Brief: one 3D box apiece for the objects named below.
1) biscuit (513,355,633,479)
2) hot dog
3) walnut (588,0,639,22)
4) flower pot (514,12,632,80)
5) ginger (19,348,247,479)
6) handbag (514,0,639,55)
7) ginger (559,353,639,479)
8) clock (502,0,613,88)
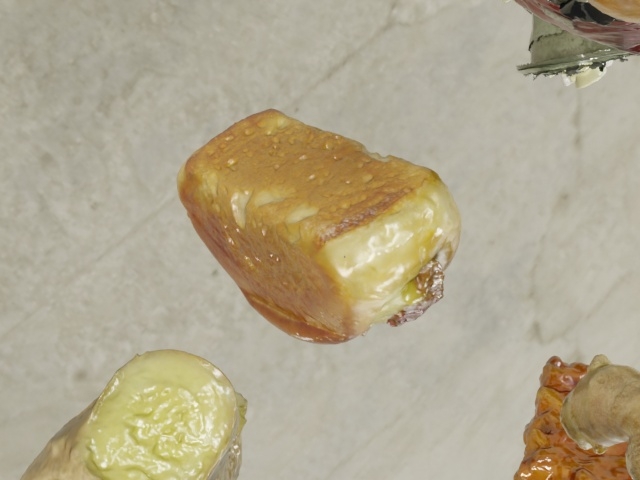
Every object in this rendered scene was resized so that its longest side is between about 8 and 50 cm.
[{"bbox_3d":[0.411,0.276,1.283,0.318,0.312,0.110,-57,154,-55],"label":"biscuit"},{"bbox_3d":[0.001,-0.001,1.252,0.185,0.405,0.223,-34,127,-23],"label":"hot dog"},{"bbox_3d":[0.285,-0.283,0.820,0.195,0.195,0.222,22,75,-52],"label":"walnut"},{"bbox_3d":[0.409,-0.374,1.467,0.290,0.290,0.259,-14,100,-40],"label":"flower pot"},{"bbox_3d":[-0.128,0.190,0.735,0.219,0.123,0.270,-52,164,-19],"label":"ginger"},{"bbox_3d":[0.295,-0.318,1.103,0.181,0.254,0.181,-56,155,1],"label":"handbag"},{"bbox_3d":[0.242,0.136,0.614,0.075,0.288,0.089,15,94,-30],"label":"ginger"},{"bbox_3d":[0.402,-0.414,1.731,0.120,0.276,0.379,-27,129,37],"label":"clock"}]
